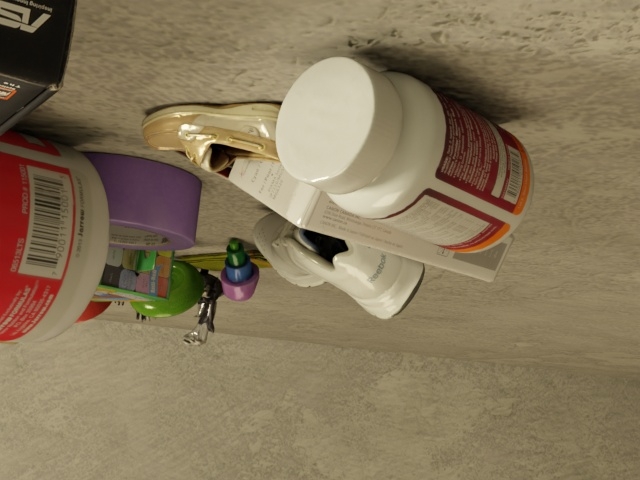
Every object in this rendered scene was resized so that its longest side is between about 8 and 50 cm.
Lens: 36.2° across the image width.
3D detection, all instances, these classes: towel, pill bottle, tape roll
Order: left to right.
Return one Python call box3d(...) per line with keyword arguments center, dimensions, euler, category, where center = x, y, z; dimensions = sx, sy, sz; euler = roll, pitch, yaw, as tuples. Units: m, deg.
box3d(center=(-0.434, -0.026, 0.962), dimensions=(0.229, 0.229, 0.408), euler=(-4, 168, 42), category="pill bottle")
box3d(center=(-0.245, -0.044, 1.209), dimensions=(0.189, 0.080, 0.189), euler=(6, 169, 1), category="tape roll")
box3d(center=(-0.138, 0.041, 1.736), dimensions=(0.237, 0.021, 0.102), euler=(-4, 164, 42), category="towel")
box3d(center=(0.074, -0.068, 0.813), dimensions=(0.121, 0.121, 0.221), euler=(-4, 164, 41), category="pill bottle")

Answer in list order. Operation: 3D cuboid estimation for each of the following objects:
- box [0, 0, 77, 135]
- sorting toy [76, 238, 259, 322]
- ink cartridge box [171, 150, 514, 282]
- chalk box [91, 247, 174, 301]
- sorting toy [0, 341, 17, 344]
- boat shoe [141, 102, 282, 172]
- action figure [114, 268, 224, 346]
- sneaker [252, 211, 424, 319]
box3d(center=(-0.402, -0.159, 0.662), dimensions=(0.395, 0.097, 0.318), euler=(12, 171, -30), category="box")
box3d(center=(-0.285, 0.042, 1.592), dimensions=(0.366, 0.127, 0.126), euler=(-4, 130, 3), category="sorting toy")
box3d(center=(0.024, -0.052, 1.071), dimensions=(0.296, 0.066, 0.261), euler=(16, -170, -42), category="ink cartridge box")
box3d(center=(-0.291, 0.013, 1.383), dimensions=(0.213, 0.132, 0.132), euler=(-2, 166, 39), category="chalk box")
box3d(center=(-0.573, 0.069, 1.695), dimensions=(0.257, 0.089, 0.255), euler=(-37, 149, 28), category="sorting toy")
box3d(center=(-0.101, -0.094, 0.930), dimensions=(0.170, 0.059, 0.063), euler=(-1, 167, 30), category="boat shoe")
box3d(center=(-0.267, 0.110, 1.817), dimensions=(0.164, 0.141, 0.276), euler=(19, -176, 32), category="action figure")
box3d(center=(0.000, 0.000, 1.217), dimensions=(0.129, 0.111, 0.297), euler=(37, 167, -35), category="sneaker")
